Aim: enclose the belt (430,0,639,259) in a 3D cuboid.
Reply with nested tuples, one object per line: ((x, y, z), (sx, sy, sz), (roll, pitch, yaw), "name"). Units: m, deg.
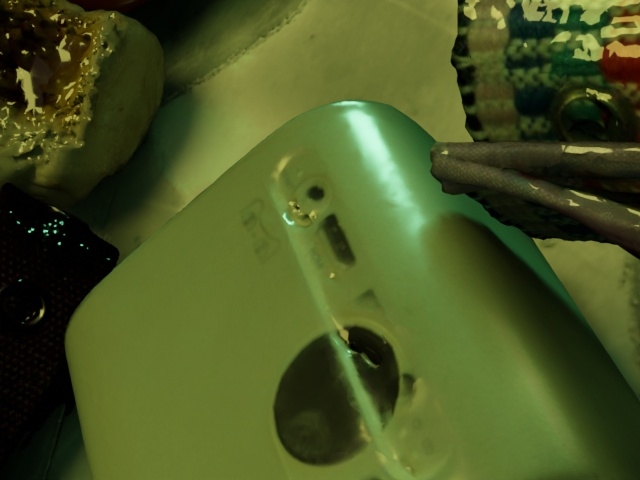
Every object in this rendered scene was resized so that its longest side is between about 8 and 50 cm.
((0.201, -0.093, 0.512), (0.160, 0.295, 0.207), (7, 99, 40), "belt")

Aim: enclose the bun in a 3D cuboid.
((-0.295, -0.126, 0.971), (0.281, 0.281, 0.205), (12, 84, 43), "bun")

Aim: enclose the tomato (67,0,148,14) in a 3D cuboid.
((-0.263, -0.377, 1.059), (0.290, 0.293, 0.325), (-40, 27, 8), "tomato")

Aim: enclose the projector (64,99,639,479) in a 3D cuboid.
((0.033, 0.118, 0.542), (0.248, 0.248, 0.249), (-39, 46, 15), "projector")

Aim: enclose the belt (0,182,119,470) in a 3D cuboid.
((-0.284, 0.105, 0.889), (0.289, 0.164, 0.184), (-59, 18, -3), "belt")
